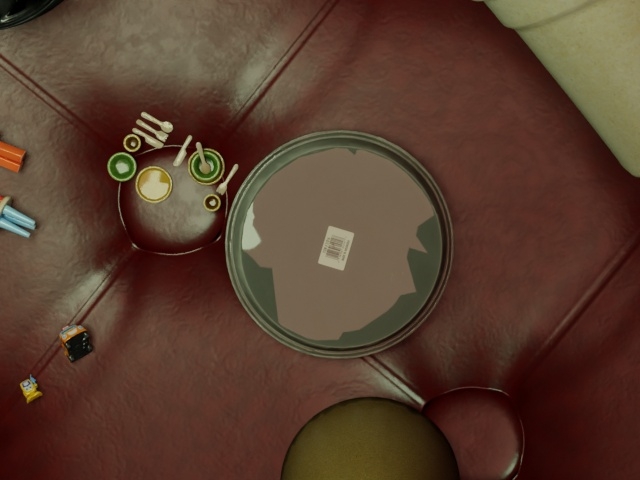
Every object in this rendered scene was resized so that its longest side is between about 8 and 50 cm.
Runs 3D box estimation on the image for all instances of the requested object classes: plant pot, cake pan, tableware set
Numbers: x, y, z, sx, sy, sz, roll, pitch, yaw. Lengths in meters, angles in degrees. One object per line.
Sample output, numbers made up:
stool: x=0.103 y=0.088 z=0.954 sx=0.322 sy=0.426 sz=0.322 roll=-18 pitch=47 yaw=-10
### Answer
plant pot: x=0.395 y=-0.258 z=1.782 sx=0.333 sy=0.334 sz=0.305 roll=-33 pitch=104 yaw=3
plant pot: x=0.062 y=0.329 z=1.839 sx=0.237 sy=0.254 sz=0.237 roll=0 pitch=93 yaw=1
cake pan: x=0.024 y=0.007 z=1.883 sx=0.293 sy=0.054 sz=0.293 roll=0 pitch=94 yaw=0
tableware set: x=-0.192 y=-0.090 z=1.927 sx=0.154 sy=0.024 sz=0.104 roll=30 pitch=94 yaw=-2

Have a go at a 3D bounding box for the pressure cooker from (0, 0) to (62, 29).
pressure cooker: x=-0.424 y=-0.458 z=1.734 sx=0.420 sy=0.370 sz=0.375 roll=44 pitch=89 yaw=-3

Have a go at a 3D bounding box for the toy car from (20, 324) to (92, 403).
toy car: x=-0.350 y=0.151 z=1.932 sx=0.122 sy=0.060 sz=0.040 roll=-38 pitch=61 yaw=-3

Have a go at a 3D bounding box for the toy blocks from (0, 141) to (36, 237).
toy blocks: x=-0.421 y=-0.078 z=1.916 sx=0.148 sy=0.054 sz=0.123 roll=25 pitch=94 yaw=-1
